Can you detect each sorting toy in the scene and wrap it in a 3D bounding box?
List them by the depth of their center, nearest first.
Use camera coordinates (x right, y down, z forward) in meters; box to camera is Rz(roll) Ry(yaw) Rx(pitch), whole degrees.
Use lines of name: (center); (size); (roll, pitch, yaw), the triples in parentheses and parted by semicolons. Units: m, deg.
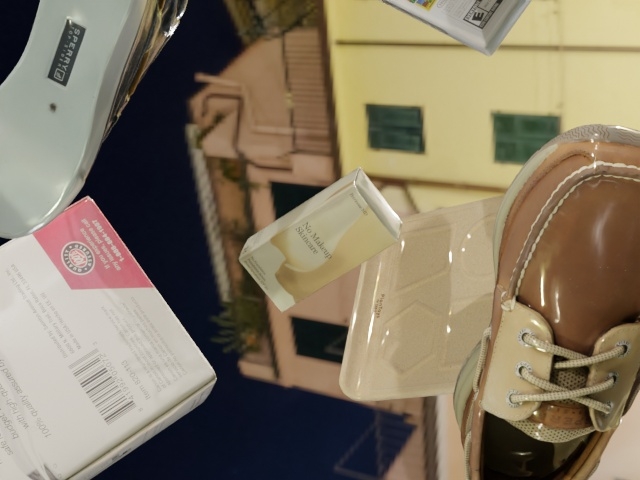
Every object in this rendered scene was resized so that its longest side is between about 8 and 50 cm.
sorting toy: (0.124, 0.054, 1.049); (0.038, 0.208, 0.193); (38, -126, -42)

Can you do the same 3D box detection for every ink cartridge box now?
ink cartridge box: (-0.267, 0.126, 1.002); (0.283, 0.207, 0.117); (-33, -10, -20)

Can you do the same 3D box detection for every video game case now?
video game case: (0.161, -0.325, 1.191); (0.227, 0.206, 0.026); (-55, -32, -1)

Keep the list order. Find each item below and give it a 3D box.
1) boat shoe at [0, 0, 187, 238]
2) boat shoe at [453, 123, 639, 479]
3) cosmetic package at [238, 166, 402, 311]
boat shoe: (-0.121, -0.085, 0.603); (0.183, 0.065, 0.083); (-60, -7, 21)
boat shoe: (0.157, 0.072, 0.721); (0.324, 0.123, 0.116); (93, -175, -45)
cosmetic package: (0.000, 0.000, 0.893); (0.060, 0.115, 0.041); (50, -158, -15)
